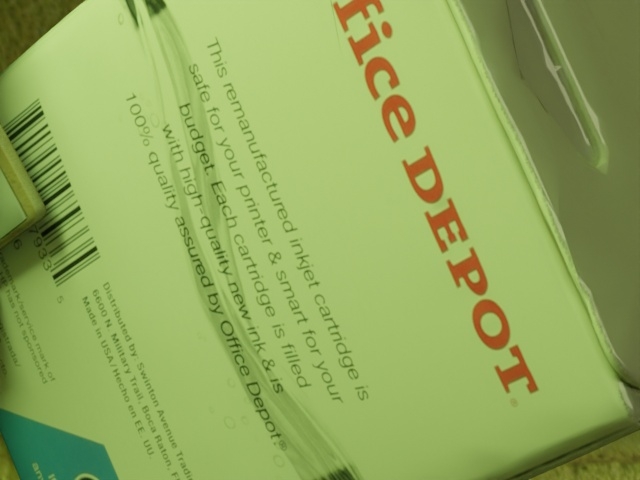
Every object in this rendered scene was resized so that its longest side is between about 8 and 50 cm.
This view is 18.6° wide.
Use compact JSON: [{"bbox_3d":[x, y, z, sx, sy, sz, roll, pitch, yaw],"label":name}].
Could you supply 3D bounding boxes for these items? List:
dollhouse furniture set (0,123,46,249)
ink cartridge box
[{"bbox_3d":[-0.288,-0.019,0.862,0.301,0.151,0.197,-26,86,-46],"label":"dollhouse furniture set"},{"bbox_3d":[0.000,0.000,0.933,0.166,0.395,0.285,-16,80,-45],"label":"ink cartridge box"}]
